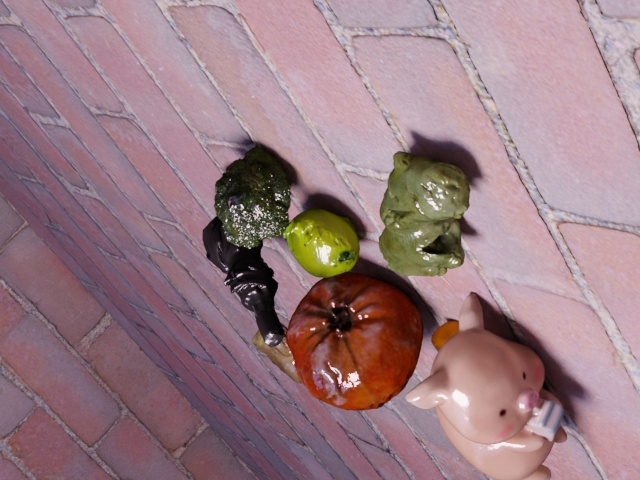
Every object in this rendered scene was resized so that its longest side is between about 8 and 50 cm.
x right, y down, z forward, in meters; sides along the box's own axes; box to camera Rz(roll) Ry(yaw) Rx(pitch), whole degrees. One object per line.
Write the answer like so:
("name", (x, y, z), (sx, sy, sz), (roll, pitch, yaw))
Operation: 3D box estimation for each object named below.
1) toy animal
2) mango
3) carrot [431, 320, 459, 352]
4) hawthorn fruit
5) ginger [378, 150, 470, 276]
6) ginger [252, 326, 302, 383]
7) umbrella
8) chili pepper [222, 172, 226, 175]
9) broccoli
("toy animal", (0.266, 0.252, 1.635), (0.212, 0.195, 0.256), (23, 151, 24))
("mango", (0.001, 0.000, 1.739), (0.178, 0.100, 0.119), (12, 130, 65))
("carrot", (0.259, 0.219, 1.781), (0.061, 0.061, 0.210), (17, 152, 50))
("hawthorn fruit", (0.068, 0.190, 1.822), (0.241, 0.242, 0.272), (30, 163, 31))
("ginger", (0.142, -0.029, 1.441), (0.137, 0.089, 0.290), (53, 162, 27))
("ginger", (-0.064, 0.276, 2.479), (0.213, 0.074, 0.137), (36, 160, -2))
("umbrella", (-0.128, 0.068, 1.921), (0.118, 0.118, 0.340), (62, -179, -44))
("chili pepper", (-0.151, -0.089, 1.900), (0.073, 0.050, 0.182), (52, 156, -14))
("broccoli", (-0.107, -0.072, 1.744), (0.145, 0.138, 0.162), (-16, 86, 27))
